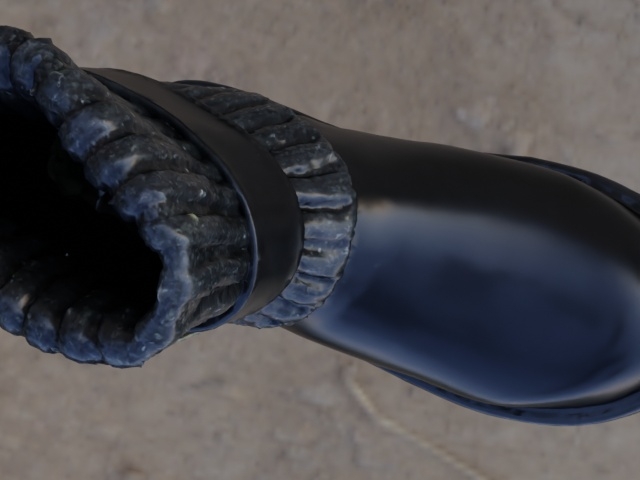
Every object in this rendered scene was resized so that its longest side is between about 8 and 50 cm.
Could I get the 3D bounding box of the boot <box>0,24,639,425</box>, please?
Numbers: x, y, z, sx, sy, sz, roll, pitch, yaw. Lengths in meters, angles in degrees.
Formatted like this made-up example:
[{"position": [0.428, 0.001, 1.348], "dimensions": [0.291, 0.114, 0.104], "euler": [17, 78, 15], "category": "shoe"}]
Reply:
[{"position": [-0.002, 0.004, 0.771], "dimensions": [0.347, 0.131, 0.260], "euler": [15, -176, 18], "category": "boot"}]
